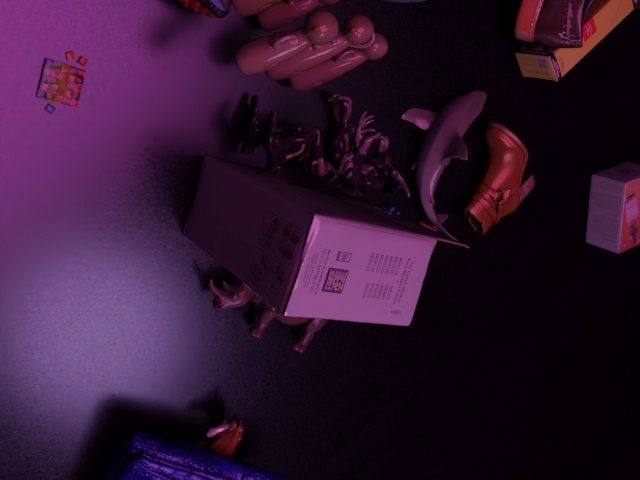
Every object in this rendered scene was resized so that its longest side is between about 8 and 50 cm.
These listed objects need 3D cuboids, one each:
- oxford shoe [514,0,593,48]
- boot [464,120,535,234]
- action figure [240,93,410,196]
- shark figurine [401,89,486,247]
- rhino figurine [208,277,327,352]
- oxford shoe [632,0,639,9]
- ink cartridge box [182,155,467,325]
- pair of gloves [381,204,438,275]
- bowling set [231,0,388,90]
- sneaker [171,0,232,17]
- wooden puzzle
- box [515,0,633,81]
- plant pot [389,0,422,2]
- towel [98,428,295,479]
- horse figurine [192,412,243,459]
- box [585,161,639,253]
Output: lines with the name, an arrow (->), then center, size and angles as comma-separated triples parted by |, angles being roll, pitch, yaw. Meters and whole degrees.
oxford shoe -> 0.466, -0.509, 1.144 | 0.130, 0.133, 0.363 | -11, 123, -63
boot -> 0.325, -0.114, 1.266 | 0.152, 0.073, 0.197 | -43, 124, -8
action figure -> 0.030, -0.143, 1.000 | 0.276, 0.164, 0.140 | 11, 106, -31
shark figurine -> 0.221, -0.129, 1.164 | 0.166, 0.116, 0.278 | 1, 105, -33
rhino figurine -> -0.081, 0.101, 1.072 | 0.243, 0.073, 0.106 | 26, 96, -37
oxford shoe -> 0.605, -0.577, 1.254 | 0.097, 0.098, 0.271 | -21, 119, -26
ink cartridge box -> 0.000, 0.000, 0.936 | 0.272, 0.309, 0.130 | 10, 102, -36
pair of gloves -> 0.134, 0.022, 1.219 | 0.198, 0.023, 0.159 | 19, 95, -38
bowling set -> -0.024, -0.315, 0.863 | 0.154, 0.287, 0.199 | -18, 96, 15
sneaker -> -0.181, -0.387, 0.795 | 0.125, 0.104, 0.262 | -52, 128, -9
wooden puzzle -> -0.324, -0.197, 0.832 | 0.049, 0.006, 0.083 | 11, 102, -36
box -> 0.479, -0.394, 1.250 | 0.232, 0.087, 0.058 | -41, 125, -13
plant pot -> 0.087, -0.529, 0.782 | 0.341, 0.341, 0.334 | 31, 84, -38
towel -> -0.208, 0.440, 1.047 | 0.308, 0.076, 0.227 | 28, 96, -25
horse figurine -> -0.198, 0.419, 1.122 | 0.175, 0.066, 0.263 | -18, 115, -21
box -> 0.688, -0.076, 1.511 | 0.130, 0.091, 0.170 | -19, 117, -27
